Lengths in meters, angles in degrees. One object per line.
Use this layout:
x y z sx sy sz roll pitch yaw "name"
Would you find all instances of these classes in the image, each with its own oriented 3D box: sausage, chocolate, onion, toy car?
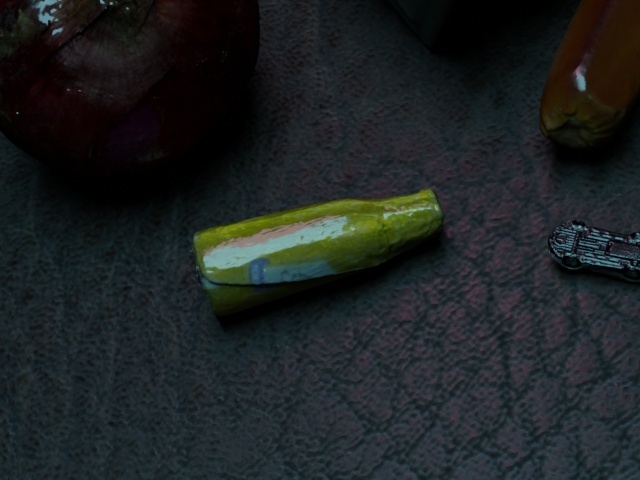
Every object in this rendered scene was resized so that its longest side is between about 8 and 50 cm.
0.275 -0.202 1.499 0.083 0.089 0.300 30 62 -2 "sausage"
0.000 0.000 1.427 0.219 0.086 0.086 -17 54 -1 "chocolate"
-0.190 -0.192 1.499 0.276 0.276 0.276 -6 55 9 "onion"
0.237 0.010 1.395 0.093 0.025 0.041 12 58 16 "toy car"

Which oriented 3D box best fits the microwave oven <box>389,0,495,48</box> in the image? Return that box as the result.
0.159 -0.357 1.547 0.295 0.181 0.237 -37 83 -11 "microwave oven"
